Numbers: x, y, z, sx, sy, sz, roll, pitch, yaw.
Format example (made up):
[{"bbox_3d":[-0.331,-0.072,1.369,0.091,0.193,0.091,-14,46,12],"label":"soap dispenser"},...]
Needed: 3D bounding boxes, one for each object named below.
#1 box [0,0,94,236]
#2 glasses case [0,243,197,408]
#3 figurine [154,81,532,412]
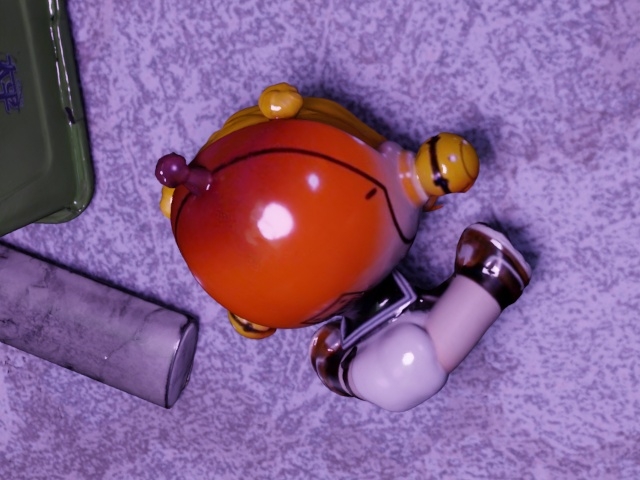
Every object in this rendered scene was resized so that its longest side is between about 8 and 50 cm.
[{"bbox_3d":[-0.386,-0.154,1.178,0.253,0.178,0.328,1,109,21],"label":"box"},{"bbox_3d":[-0.280,0.080,1.288,0.299,0.060,0.114,20,118,12],"label":"glasses case"},{"bbox_3d":[0.000,0.004,1.089,0.323,0.196,0.320,43,123,-11],"label":"figurine"}]
